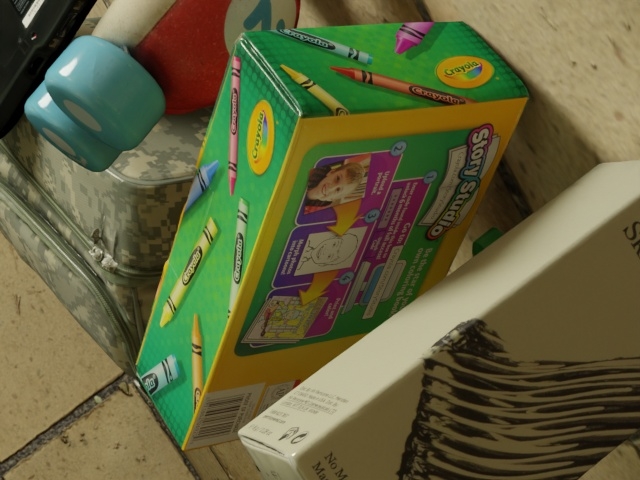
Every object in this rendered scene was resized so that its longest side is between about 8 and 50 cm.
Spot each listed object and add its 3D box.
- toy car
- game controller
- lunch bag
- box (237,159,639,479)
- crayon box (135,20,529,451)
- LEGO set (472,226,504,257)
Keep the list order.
[{"bbox_3d":[-0.033,-0.102,0.989,0.238,0.219,0.210,40,165,-11],"label":"toy car"},{"bbox_3d":[-0.237,-0.230,1.191,0.166,0.067,0.319,52,123,18],"label":"game controller"},{"bbox_3d":[-0.164,-0.026,1.315,0.305,0.213,0.256,41,135,37],"label":"lunch bag"},{"bbox_3d":[0.102,0.073,0.793,0.113,0.275,0.094,57,163,-12],"label":"box"},{"bbox_3d":[0.000,0.000,0.923,0.081,0.165,0.278,53,137,35],"label":"crayon box"},{"bbox_3d":[0.109,0.017,0.997,0.227,0.087,0.093,45,162,25],"label":"LEGO set"}]
